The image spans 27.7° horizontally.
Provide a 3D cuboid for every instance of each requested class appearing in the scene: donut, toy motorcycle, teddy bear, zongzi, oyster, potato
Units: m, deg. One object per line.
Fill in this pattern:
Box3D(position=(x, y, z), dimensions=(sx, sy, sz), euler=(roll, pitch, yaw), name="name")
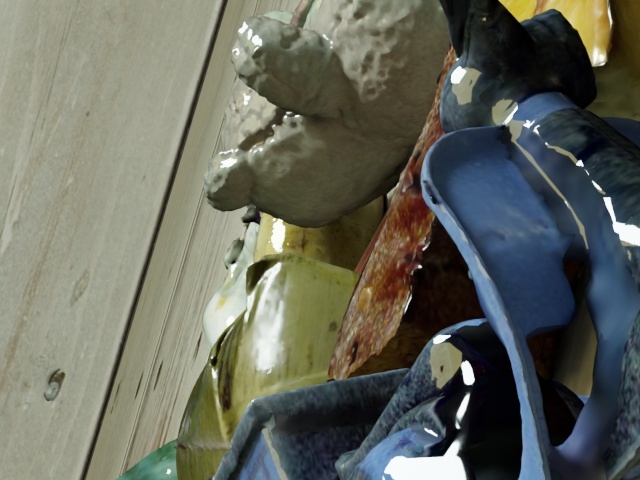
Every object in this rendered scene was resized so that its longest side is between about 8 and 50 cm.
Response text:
Box3D(position=(0.099, -0.027, 0.601), dimensions=(0.295, 0.112, 0.151), euler=(125, 162, -49), name="donut")
Box3D(position=(0.063, 0.059, 0.431), dimensions=(0.212, 0.125, 0.358), euler=(63, 146, 31), name="toy motorcycle")
Box3D(position=(0.036, -0.120, 0.862), dimensions=(0.267, 0.236, 0.151), euler=(-39, 75, 46), name="teddy bear")
Box3D(position=(-0.022, 0.194, 0.763), dimensions=(0.274, 0.145, 0.300), euler=(120, 157, -57), name="zongzi")
Box3D(position=(-0.058, 0.078, 1.201), dimensions=(0.214, 0.083, 0.222), euler=(124, 155, -61), name="oyster")
Box3D(position=(0.000, 0.000, 0.998), dimensions=(0.080, 0.107, 0.170), euler=(-30, 46, 48), name="potato")

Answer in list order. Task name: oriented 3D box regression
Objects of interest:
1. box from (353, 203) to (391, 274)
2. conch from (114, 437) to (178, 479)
Box3D(position=(0.057, 0.024, 0.856), dimensions=(0.089, 0.043, 0.125), euler=(-88, 20, -51), name="box")
Box3D(position=(-0.103, 0.265, 0.970), dimensions=(0.220, 0.195, 0.277), euler=(-36, 0, 22), name="conch")
